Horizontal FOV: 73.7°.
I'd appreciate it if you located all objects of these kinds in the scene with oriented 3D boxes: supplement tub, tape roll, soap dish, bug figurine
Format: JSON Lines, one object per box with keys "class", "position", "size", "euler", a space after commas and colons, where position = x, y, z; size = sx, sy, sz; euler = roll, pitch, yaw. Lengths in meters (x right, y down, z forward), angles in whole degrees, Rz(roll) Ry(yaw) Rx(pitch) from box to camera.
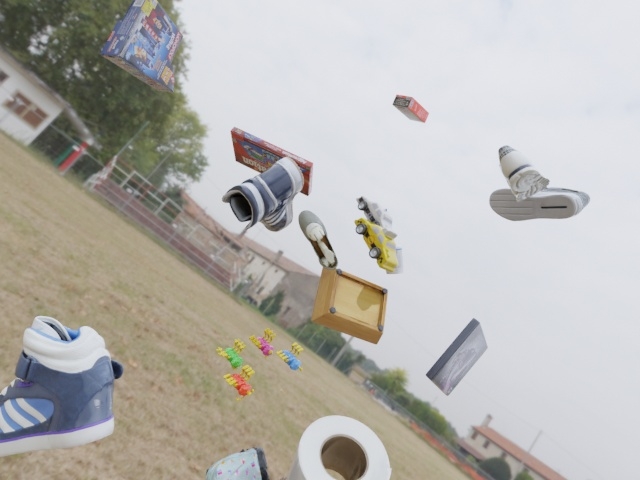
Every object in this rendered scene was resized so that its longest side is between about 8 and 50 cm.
{"class": "supplement tub", "position": [0.283, 0.073, 1.646], "size": [0.071, 0.107, 0.071], "euler": [-5, 2, 0]}
{"class": "tape roll", "position": [0.042, 0.620, 1.130], "size": [0.246, 0.246, 0.169], "euler": [33, -56, 25]}
{"class": "soap dish", "position": [0.124, 0.244, 1.645], "size": [0.291, 0.228, 0.118], "euler": [23, -32, -18]}
{"class": "bug figurine", "position": [-0.204, 0.397, 1.400], "size": [0.216, 0.279, 0.072], "euler": [37, -50, 40]}

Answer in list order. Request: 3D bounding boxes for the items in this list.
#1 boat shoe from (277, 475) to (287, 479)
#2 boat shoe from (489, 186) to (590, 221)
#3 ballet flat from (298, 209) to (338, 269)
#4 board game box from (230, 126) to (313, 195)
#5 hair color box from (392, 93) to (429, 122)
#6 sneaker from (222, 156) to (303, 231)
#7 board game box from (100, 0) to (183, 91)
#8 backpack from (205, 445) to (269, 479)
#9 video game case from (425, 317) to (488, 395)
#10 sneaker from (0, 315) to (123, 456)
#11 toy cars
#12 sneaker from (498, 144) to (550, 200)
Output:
{"class": "boat shoe", "position": [-0.111, 0.832, 1.368], "size": [0.066, 0.066, 0.183], "euler": [20, -53, 35]}
{"class": "boat shoe", "position": [0.761, -0.128, 1.500], "size": [0.335, 0.119, 0.120], "euler": [18, -63, 56]}
{"class": "ballet flat", "position": [0.000, 0.000, 1.347], "size": [0.213, 0.072, 0.068], "euler": [63, -10, -20]}
{"class": "board game box", "position": [-0.153, -0.247, 1.351], "size": [0.282, 0.027, 0.145], "euler": [27, -27, 11]}
{"class": "hair color box", "position": [0.328, -0.476, 1.547], "size": [0.072, 0.043, 0.141], "euler": [27, 8, 38]}
{"class": "sneaker", "position": [-0.138, -0.070, 0.966], "size": [0.099, 0.153, 0.282], "euler": [50, -25, 9]}
{"class": "board game box", "position": [-0.441, -0.490, 1.109], "size": [0.060, 0.194, 0.194], "euler": [13, -16, 20]}
{"class": "backpack", "position": [-0.250, 0.701, 1.276], "size": [0.182, 0.115, 0.151], "euler": [1, 52, -30]}
{"class": "video game case", "position": [0.390, 0.335, 1.198], "size": [0.026, 0.196, 0.274], "euler": [39, -6, 35]}
{"class": "sneaker", "position": [-0.541, 0.265, 0.812], "size": [0.323, 0.236, 0.130], "euler": [-10, -5, 13]}
{"class": "toy cars", "position": [0.196, -0.046, 1.384], "size": [0.176, 0.087, 0.393], "euler": [45, 21, -14]}
{"class": "sneaker", "position": [0.504, -0.167, 1.074], "size": [0.235, 0.090, 0.094], "euler": [21, 38, -57]}
